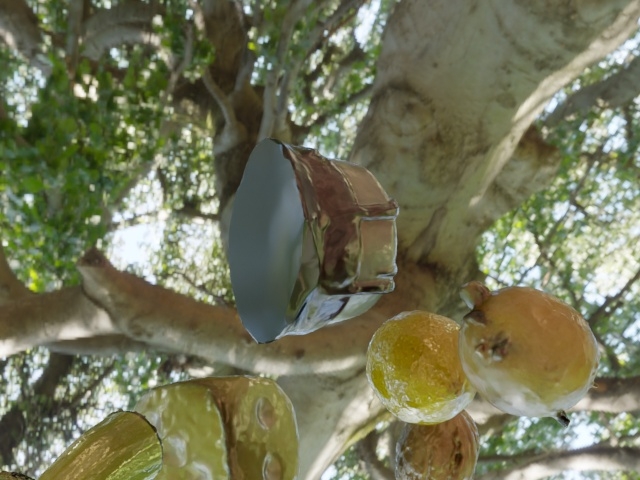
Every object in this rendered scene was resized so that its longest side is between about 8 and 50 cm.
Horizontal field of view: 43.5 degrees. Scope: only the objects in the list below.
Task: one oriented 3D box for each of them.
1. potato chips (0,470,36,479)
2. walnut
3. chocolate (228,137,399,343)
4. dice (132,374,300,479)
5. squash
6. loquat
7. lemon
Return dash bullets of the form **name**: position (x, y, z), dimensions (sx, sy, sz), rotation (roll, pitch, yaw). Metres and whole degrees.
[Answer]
- **potato chips**: position (-0.489, 0.425, 1.142), dimensions (0.220, 0.202, 0.029), rotation (15, 178, -23)
- **walnut**: position (0.207, 0.372, 1.426), dimensions (0.155, 0.184, 0.155), rotation (11, -171, -2)
- **chocolate**: position (0.000, 0.000, 1.106), dimensions (0.186, 0.283, 0.283), rotation (2, -135, -24)
- **dice**: position (-0.188, 0.372, 1.430), dimensions (0.227, 0.238, 0.233), rotation (20, -121, -57)
- **squash**: position (-0.262, 0.272, 0.863), dimensions (0.094, 0.094, 0.224), rotation (28, -159, 10)
- **loquat**: position (0.242, 0.129, 0.970), dimensions (0.204, 0.172, 0.149), rotation (45, -99, -2)
- **lemon**: position (0.165, 0.202, 1.267), dimensions (0.178, 0.178, 0.203), rotation (-5, -163, -25)
